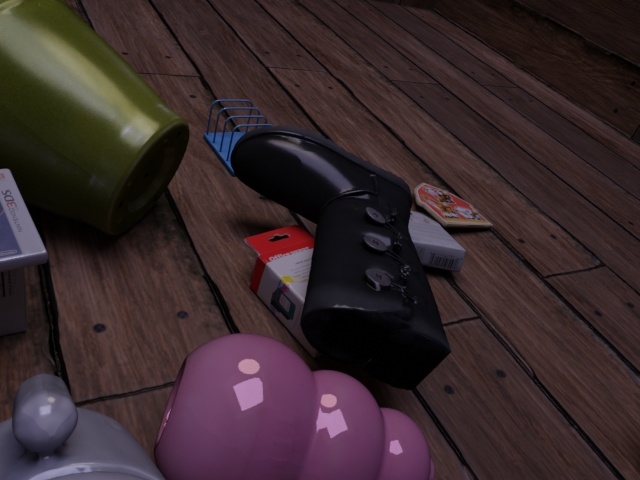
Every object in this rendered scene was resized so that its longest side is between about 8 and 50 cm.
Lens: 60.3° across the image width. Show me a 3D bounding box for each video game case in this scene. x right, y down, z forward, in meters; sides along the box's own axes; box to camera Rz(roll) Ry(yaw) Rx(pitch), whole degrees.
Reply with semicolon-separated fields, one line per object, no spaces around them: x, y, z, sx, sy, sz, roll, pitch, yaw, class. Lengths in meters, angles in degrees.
-0.463;-0.019;0.666;0.201;0.023;0.183;-14;49;-37;video game case

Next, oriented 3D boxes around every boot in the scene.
0.002;0.000;0.894;0.366;0.146;0.445;15;38;-8;boot

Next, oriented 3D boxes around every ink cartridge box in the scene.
0.191;-0.013;1.218;0.189;0.066;0.232;10;16;-12;ink cartridge box
-0.025;0.078;0.953;0.134;0.078;0.231;-16;49;-41;ink cartridge box

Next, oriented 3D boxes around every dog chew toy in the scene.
-0.018;0.239;0.654;0.331;0.207;0.207;20;35;-12;dog chew toy

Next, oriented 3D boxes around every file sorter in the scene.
-0.179;-0.244;1.285;0.118;0.105;0.170;-9;44;-35;file sorter

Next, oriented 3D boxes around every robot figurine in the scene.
-0.212;0.258;0.443;0.199;0.300;0.353;-10;6;-30;robot figurine

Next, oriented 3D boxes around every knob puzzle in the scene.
0.313;-0.097;1.365;0.213;0.030;0.213;17;29;-10;knob puzzle

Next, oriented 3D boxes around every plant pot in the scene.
-0.431;-0.198;0.936;0.353;0.366;0.366;33;36;-1;plant pot

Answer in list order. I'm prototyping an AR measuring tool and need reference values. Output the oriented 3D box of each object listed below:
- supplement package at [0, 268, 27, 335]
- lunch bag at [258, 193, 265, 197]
-0.520;0.028;0.728;0.203;0.149;0.194;-9;45;-34;supplement package
-0.095;-0.131;1.193;0.071;0.083;0.053;7;37;-18;lunch bag
